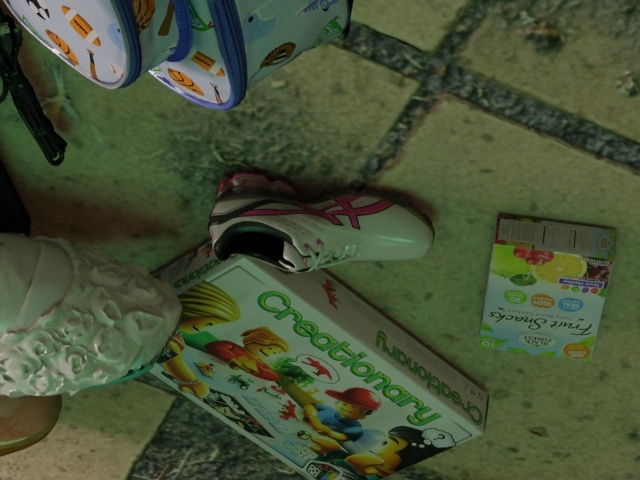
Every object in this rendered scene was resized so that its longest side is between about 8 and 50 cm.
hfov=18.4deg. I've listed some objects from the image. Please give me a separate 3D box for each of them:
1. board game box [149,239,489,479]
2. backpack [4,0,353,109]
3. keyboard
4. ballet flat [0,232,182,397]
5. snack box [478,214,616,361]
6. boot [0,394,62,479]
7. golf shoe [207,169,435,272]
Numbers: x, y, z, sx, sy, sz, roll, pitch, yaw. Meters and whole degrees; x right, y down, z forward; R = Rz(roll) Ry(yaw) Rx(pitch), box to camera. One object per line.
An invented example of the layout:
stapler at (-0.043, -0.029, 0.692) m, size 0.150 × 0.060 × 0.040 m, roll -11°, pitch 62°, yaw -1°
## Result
board game box at (-0.020, 0.114, 1.785) m, size 0.305 × 0.053 × 0.193 m, roll 37°, pitch 133°, yaw -27°
backpack at (-0.099, -0.208, 1.219) m, size 0.213 × 0.276 × 0.263 m, roll -36°, pitch 136°, yaw -10°
keyboard at (-0.302, -0.116, 1.598) m, size 0.202 × 0.033 × 0.317 m, roll 2°, pitch 140°, yaw 20°
ballet flat at (-0.323, 0.048, 1.672) m, size 0.409 × 0.147 × 0.147 m, roll 1°, pitch 140°, yaw 23°
snack box at (0.190, 0.042, 1.667) m, size 0.100 × 0.037 × 0.141 m, roll 9°, pitch 140°, yaw 4°
boot at (-0.328, 0.194, 1.820) m, size 0.295 × 0.104 × 0.211 m, roll -3°, pitch 146°, yaw 24°
golf shoe at (0.000, 0.000, 1.625) m, size 0.186 × 0.086 × 0.067 m, roll 7°, pitch 138°, yaw 2°
